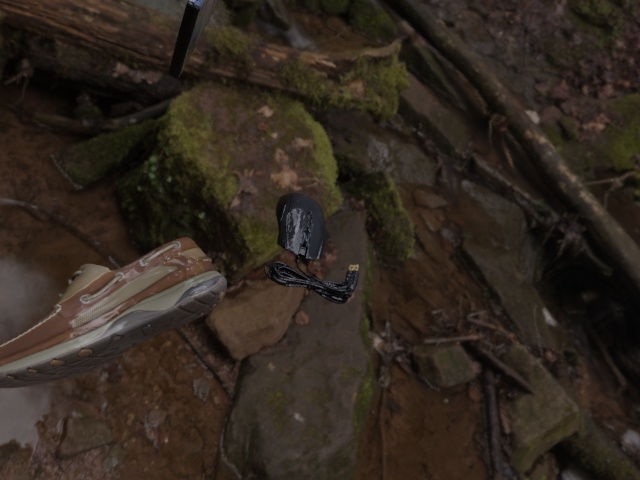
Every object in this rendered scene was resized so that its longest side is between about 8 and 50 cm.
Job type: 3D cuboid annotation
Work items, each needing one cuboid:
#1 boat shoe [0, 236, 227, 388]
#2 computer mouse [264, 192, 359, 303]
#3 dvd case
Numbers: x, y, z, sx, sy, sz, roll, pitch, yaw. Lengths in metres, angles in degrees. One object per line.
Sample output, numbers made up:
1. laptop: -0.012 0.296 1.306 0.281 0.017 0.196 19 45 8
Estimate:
1. boat shoe: -0.293 0.093 0.784 0.324 0.123 0.116 -23 73 -23
2. computer mouse: 0.000 0.000 1.104 0.184 0.060 0.262 23 38 -15
3. dvd case: -0.186 -0.413 0.969 0.022 0.180 0.253 24 62 -14
